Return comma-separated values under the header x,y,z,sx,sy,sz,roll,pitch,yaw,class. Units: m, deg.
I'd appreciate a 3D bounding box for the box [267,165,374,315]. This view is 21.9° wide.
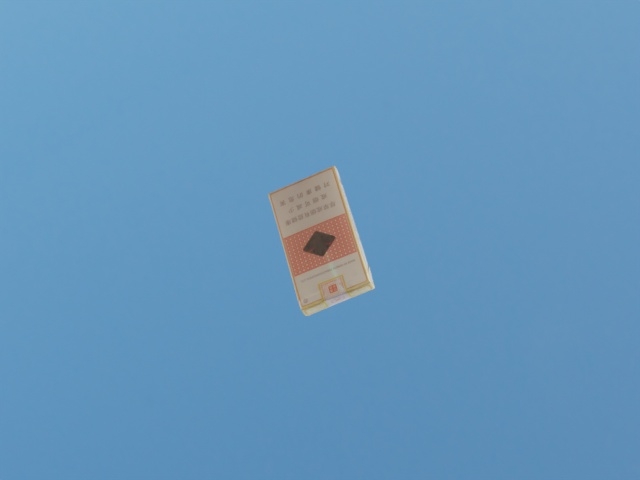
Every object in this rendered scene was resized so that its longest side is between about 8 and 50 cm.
x,y,z,sx,sy,sz,roll,pitch,yaw,class
0.000,0.000,0.987,0.046,0.012,0.083,-22,-118,10,box
